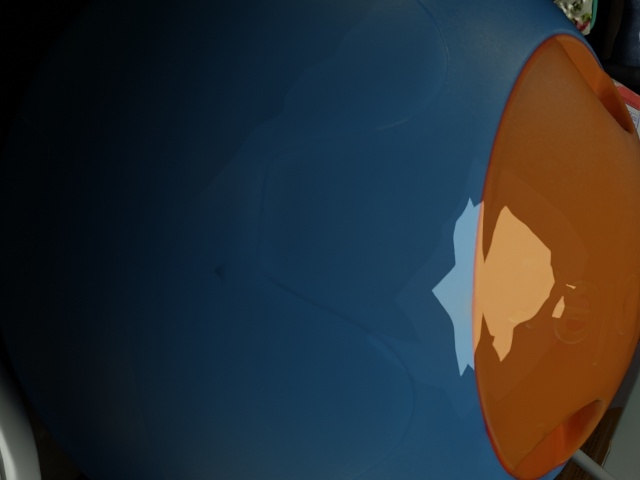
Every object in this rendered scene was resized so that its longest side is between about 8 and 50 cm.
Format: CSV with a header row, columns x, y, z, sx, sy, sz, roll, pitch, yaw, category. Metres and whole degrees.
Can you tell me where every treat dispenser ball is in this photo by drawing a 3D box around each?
x,y,z,sx,sy,sz,roll,pitch,yaw,category
0.000,0.000,0.623,0.288,0.288,0.288,-30,127,-52,treat dispenser ball

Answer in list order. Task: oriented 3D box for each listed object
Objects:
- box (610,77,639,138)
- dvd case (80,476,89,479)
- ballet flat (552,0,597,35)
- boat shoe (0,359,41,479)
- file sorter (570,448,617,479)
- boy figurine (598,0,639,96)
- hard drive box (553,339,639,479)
x,y,z,sx,sy,sz,roll,pitch,yaw,category
0.194,-0.035,1.090,0.300,0.142,0.154,8,94,-61,box
-0.070,0.198,0.843,0.179,0.029,0.239,-43,137,-45,dvd case
0.146,-0.249,1.009,0.077,0.091,0.241,-21,120,-20,ballet flat
-0.177,0.152,0.601,0.076,0.080,0.228,-21,127,-57,boat shoe
0.046,0.238,0.763,0.278,0.173,0.193,-51,180,-31,file sorter
0.294,-0.265,1.226,0.177,0.092,0.285,8,94,-60,boy figurine
0.174,0.153,1.034,0.089,0.232,0.181,39,61,-18,hard drive box
